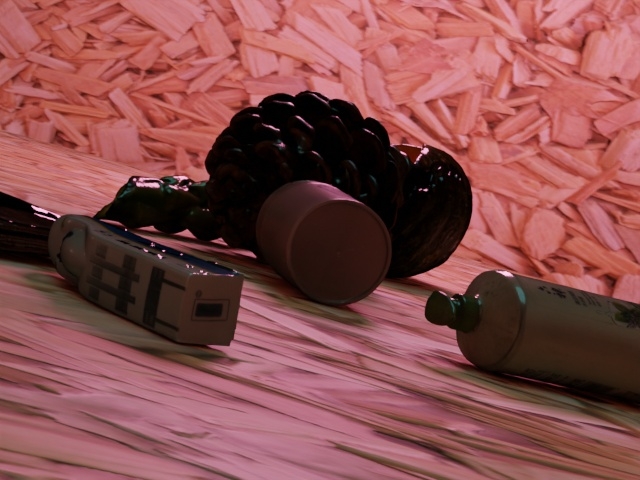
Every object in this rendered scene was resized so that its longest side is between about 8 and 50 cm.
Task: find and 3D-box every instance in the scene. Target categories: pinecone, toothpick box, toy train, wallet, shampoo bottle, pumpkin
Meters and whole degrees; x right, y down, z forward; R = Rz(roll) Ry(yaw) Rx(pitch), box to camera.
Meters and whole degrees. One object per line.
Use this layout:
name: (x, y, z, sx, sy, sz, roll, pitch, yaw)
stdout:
pinecone: (-0.022, -0.070, 1.746, 0.224, 0.224, 0.272, 17, 7, 27)
toothpick box: (0.000, 0.000, 1.534, 0.111, 0.111, 0.181, 14, 5, -13)
toy train: (-0.142, 0.020, 1.045, 0.051, 0.052, 0.234, 6, 8, -41)
wallet: (-0.286, -0.025, 1.238, 0.124, 0.042, 0.230, 9, 5, -44)
shampoo bottle: (0.195, 0.078, 1.280, 0.234, 0.087, 0.118, 14, 7, -23)
pumpkin: (0.063, -0.058, 2.122, 0.320, 0.192, 0.320, 13, 5, -1)

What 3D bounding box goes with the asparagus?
asparagus: (-0.162, -0.042, 1.805, 0.080, 0.080, 0.287, 18, 3, 40)
